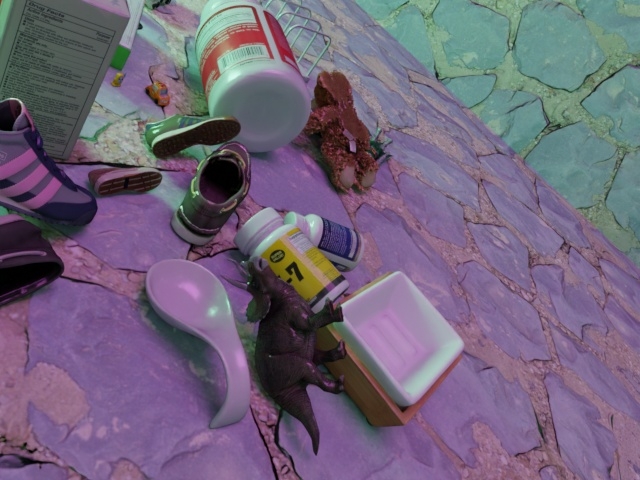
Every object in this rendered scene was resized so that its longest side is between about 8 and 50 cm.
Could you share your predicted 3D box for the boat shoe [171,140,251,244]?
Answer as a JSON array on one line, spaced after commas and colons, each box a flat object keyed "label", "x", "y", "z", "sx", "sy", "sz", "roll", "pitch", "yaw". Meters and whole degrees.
[{"label": "boat shoe", "x": -0.193, "y": -0.119, "z": 1.114, "sx": 0.117, "sy": 0.096, "sz": 0.324, "roll": 34, "pitch": 33, "yaw": -11}]

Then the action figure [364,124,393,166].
[{"label": "action figure", "x": 0.157, "y": -0.268, "z": 1.695, "sx": 0.137, "sy": 0.063, "sz": 0.232, "roll": 41, "pitch": 36, "yaw": -6}]

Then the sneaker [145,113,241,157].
[{"label": "sneaker", "x": -0.267, "y": -0.233, "z": 1.158, "sx": 0.192, "sy": 0.064, "sz": 0.086, "roll": -22, "pitch": 53, "yaw": -26}]

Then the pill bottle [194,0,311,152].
[{"label": "pill bottle", "x": -0.178, "y": -0.423, "z": 1.365, "sx": 0.229, "sy": 0.229, "sz": 0.407, "roll": 15, "pitch": 41, "yaw": -36}]

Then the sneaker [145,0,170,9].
[{"label": "sneaker", "x": -0.448, "y": -0.691, "z": 1.548, "sx": 0.071, "sy": 0.068, "sz": 0.170, "roll": 32, "pitch": 34, "yaw": -5}]

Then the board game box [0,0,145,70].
[{"label": "board game box", "x": -0.552, "y": -0.534, "z": 1.222, "sx": 0.317, "sy": 0.064, "sz": 0.242, "roll": 22, "pitch": 46, "yaw": -28}]

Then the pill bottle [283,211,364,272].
[{"label": "pill bottle", "x": 0.000, "y": 0.000, "z": 1.179, "sx": 0.169, "sy": 0.094, "sz": 0.094, "roll": 21, "pitch": 38, "yaw": -30}]

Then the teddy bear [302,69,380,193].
[{"label": "teddy bear", "x": 0.049, "y": -0.281, "z": 1.519, "sx": 0.245, "sy": 0.113, "sz": 0.338, "roll": -30, "pitch": 94, "yaw": -42}]

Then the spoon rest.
[{"label": "spoon rest", "x": -0.174, "y": 0.135, "z": 0.851, "sx": 0.137, "sy": 0.084, "sz": 0.276, "roll": 0, "pitch": 52, "yaw": -47}]

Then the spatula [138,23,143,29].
[{"label": "spatula", "x": -0.560, "y": -0.579, "z": 1.328, "sx": 0.296, "sy": 0.030, "sz": 0.084, "roll": 27, "pitch": 39, "yaw": -22}]

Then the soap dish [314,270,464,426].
[{"label": "soap dish", "x": 0.128, "y": 0.196, "z": 1.062, "sx": 0.229, "sy": 0.118, "sz": 0.291, "roll": 50, "pitch": 33, "yaw": 12}]

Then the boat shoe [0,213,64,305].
[{"label": "boat shoe", "x": -0.435, "y": 0.061, "z": 0.639, "sx": 0.095, "sy": 0.112, "sz": 0.335, "roll": 38, "pitch": 29, "yaw": 3}]

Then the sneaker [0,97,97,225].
[{"label": "sneaker", "x": -0.403, "y": -0.113, "z": 0.766, "sx": 0.112, "sy": 0.131, "sz": 0.319, "roll": 34, "pitch": 1, "yaw": 23}]

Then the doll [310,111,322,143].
[{"label": "doll", "x": 0.007, "y": -0.316, "z": 1.602, "sx": 0.189, "sy": 0.046, "sz": 0.129, "roll": 34, "pitch": 35, "yaw": -20}]

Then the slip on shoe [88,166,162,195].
[{"label": "slip on shoe", "x": -0.343, "y": -0.110, "z": 0.997, "sx": 0.041, "sy": 0.051, "sz": 0.135, "roll": 42, "pitch": 37, "yaw": 23}]

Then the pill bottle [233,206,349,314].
[{"label": "pill bottle", "x": -0.056, "y": 0.046, "z": 1.044, "sx": 0.208, "sy": 0.119, "sz": 0.119, "roll": 47, "pitch": 33, "yaw": 8}]

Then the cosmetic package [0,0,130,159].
[{"label": "cosmetic package", "x": -0.425, "y": -0.284, "z": 0.878, "sx": 0.153, "sy": 0.296, "sz": 0.129, "roll": 12, "pitch": 44, "yaw": -39}]

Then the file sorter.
[{"label": "file sorter", "x": -0.124, "y": -0.663, "z": 1.755, "sx": 0.193, "sy": 0.173, "sz": 0.277, "roll": -3, "pitch": 54, "yaw": -47}]

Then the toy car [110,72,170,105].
[{"label": "toy car", "x": -0.379, "y": -0.327, "z": 1.215, "sx": 0.122, "sy": 0.040, "sz": 0.060, "roll": -3, "pitch": 53, "yaw": -48}]

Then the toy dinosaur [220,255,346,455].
[{"label": "toy dinosaur", "x": -0.044, "y": 0.172, "z": 0.900, "sx": 0.121, "sy": 0.160, "sz": 0.313, "roll": -7, "pitch": 89, "yaw": -78}]
